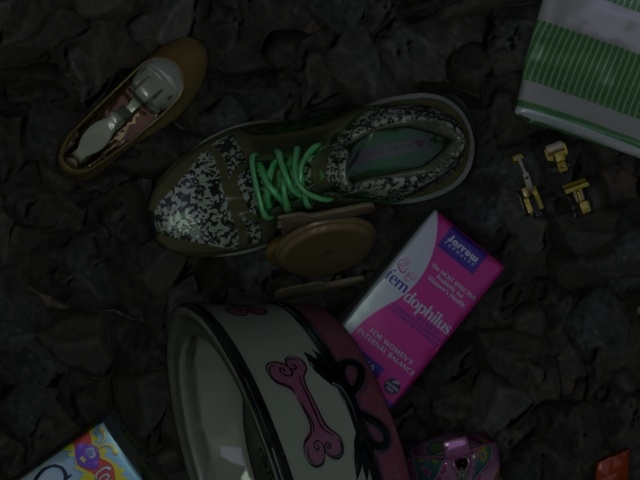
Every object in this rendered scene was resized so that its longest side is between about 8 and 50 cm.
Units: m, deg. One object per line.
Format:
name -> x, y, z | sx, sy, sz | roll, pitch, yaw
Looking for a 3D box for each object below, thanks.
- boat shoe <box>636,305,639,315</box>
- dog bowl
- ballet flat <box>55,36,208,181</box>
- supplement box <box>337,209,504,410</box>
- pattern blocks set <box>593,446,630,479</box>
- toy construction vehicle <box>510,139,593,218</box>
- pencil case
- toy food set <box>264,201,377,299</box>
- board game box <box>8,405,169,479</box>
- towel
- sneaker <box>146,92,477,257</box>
boat shoe -> 0.508, 0.106, 1.710 | 0.255, 0.095, 0.079 | 2, 79, -11
dog bowl -> -0.032, 0.248, 1.557 | 0.150, 0.408, 0.408 | -15, 91, -19
ballet flat -> -0.222, -0.155, 1.693 | 0.080, 0.073, 0.232 | 45, 89, -2
supplement box -> 0.104, 0.081, 1.686 | 0.111, 0.114, 0.220 | 38, 87, -1
pattern blocks set -> 0.460, 0.348, 1.740 | 0.285, 0.026, 0.325 | 43, 89, -1
toy construction vehicle -> 0.283, -0.068, 1.728 | 0.086, 0.035, 0.098 | -17, 91, -2
pencil case -> 0.174, 0.366, 1.686 | 0.124, 0.124, 0.284 | -9, 91, -2
toy food set -> 0.000, 0.000, 1.659 | 0.132, 0.192, 0.038 | -9, 61, -9
board game box -> -0.319, 0.336, 1.659 | 0.275, 0.142, 0.144 | -36, 91, -1
towel -> 0.391, -0.269, 1.729 | 0.248, 0.038, 0.324 | 18, 90, -1
sneaker -> -0.010, -0.086, 1.645 | 0.410, 0.182, 0.158 | -18, 91, -1
